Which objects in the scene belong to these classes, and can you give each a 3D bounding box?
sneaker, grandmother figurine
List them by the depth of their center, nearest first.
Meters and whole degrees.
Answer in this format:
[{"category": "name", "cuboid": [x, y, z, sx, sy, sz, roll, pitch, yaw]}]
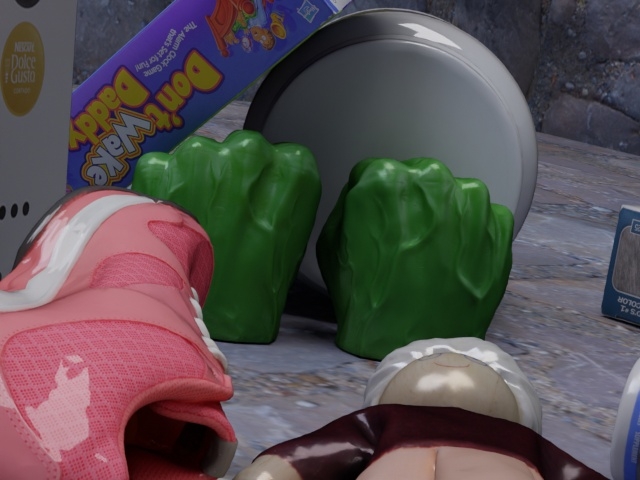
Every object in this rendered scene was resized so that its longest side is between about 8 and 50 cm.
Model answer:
[{"category": "grandmother figurine", "cuboid": [0.060, 0.111, 0.752, 0.208, 0.104, 0.342, 18, 11, -2]}, {"category": "sneaker", "cuboid": [-0.092, 0.066, 0.777, 0.136, 0.116, 0.314, 23, 18, 11]}]

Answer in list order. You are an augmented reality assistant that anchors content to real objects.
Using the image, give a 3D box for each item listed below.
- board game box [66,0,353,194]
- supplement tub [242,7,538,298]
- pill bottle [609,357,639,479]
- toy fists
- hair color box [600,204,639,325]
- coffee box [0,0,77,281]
[{"category": "board game box", "cuboid": [-0.087, -0.140, 1.337, 0.078, 0.347, 0.233, 50, 35, -6]}, {"category": "supplement tub", "cuboid": [0.056, -0.072, 1.478, 0.235, 0.235, 0.325, 10, 9, 1]}, {"category": "pill bottle", "cuboid": [0.235, 0.114, 0.986, 0.137, 0.078, 0.078, 13, 9, 22]}, {"category": "toy fists", "cuboid": [0.000, 0.000, 1.255, 0.279, 0.142, 0.096, 9, 8, -10]}, {"category": "hair color box", "cuboid": [0.437, 0.040, 1.618, 0.347, 0.105, 0.174, 2, 11, -40]}, {"category": "coffee box", "cuboid": [-0.347, -0.118, 0.905, 0.338, 0.334, 0.337, 7, 7, 18]}]
